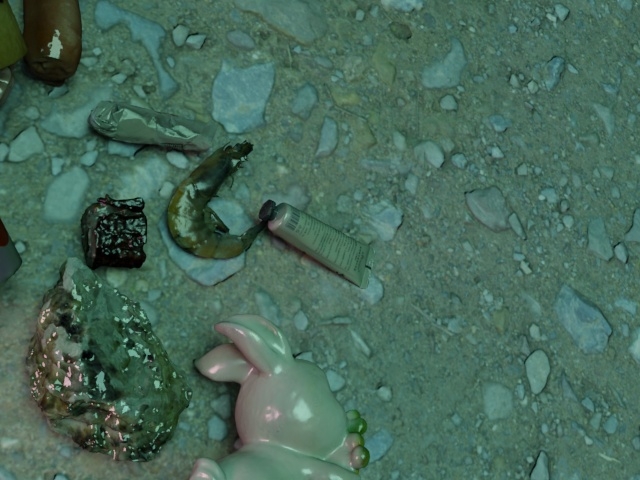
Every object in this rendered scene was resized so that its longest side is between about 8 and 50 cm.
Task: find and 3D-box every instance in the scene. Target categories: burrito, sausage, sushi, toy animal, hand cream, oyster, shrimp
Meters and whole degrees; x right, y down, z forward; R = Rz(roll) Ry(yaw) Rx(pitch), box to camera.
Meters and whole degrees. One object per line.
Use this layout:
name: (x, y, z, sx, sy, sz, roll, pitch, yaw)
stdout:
burrito: (-0.260, -0.177, 1.214, 0.203, 0.064, 0.064, 7, 69, -27)
sausage: (-0.429, -0.444, 1.205, 0.094, 0.094, 0.419, 11, 64, -56)
sushi: (-0.296, -0.006, 1.108, 0.084, 0.098, 0.094, 0, 70, -28)
toy animal: (-0.074, 0.276, 1.070, 0.247, 0.183, 0.310, 24, 63, -18)
hand cream: (0.000, 0.000, 1.284, 0.234, 0.050, 0.080, 31, 62, -30)
oyster: (-0.294, 0.168, 1.041, 0.267, 0.112, 0.198, 41, 59, -5)
shrimp: (-0.149, -0.062, 1.238, 0.150, 0.051, 0.217, 43, 62, -15)

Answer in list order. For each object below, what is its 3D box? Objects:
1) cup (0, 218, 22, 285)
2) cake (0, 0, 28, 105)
cup: (-0.499, -0.061, 0.941, 0.203, 0.203, 0.289, -40, 117, -32)
cake: (-0.506, -0.241, 1.054, 0.207, 0.185, 0.178, -26, 122, -47)
